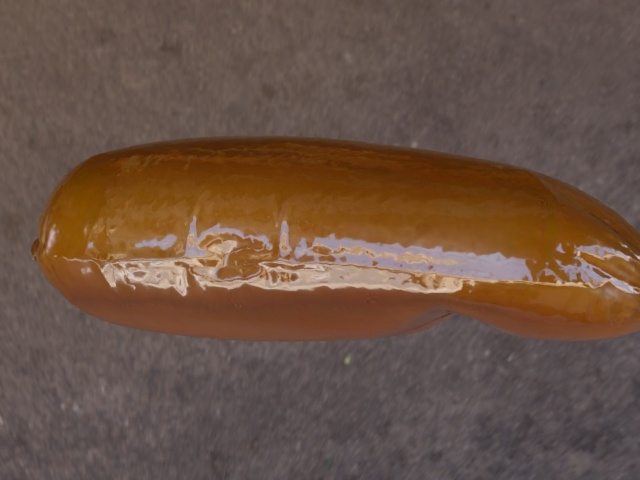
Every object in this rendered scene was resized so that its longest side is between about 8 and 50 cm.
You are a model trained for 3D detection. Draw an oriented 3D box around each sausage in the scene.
[{"bbox_3d":[0.000,0.000,0.374,0.183,0.062,0.054,2,100,27],"label":"sausage"}]
